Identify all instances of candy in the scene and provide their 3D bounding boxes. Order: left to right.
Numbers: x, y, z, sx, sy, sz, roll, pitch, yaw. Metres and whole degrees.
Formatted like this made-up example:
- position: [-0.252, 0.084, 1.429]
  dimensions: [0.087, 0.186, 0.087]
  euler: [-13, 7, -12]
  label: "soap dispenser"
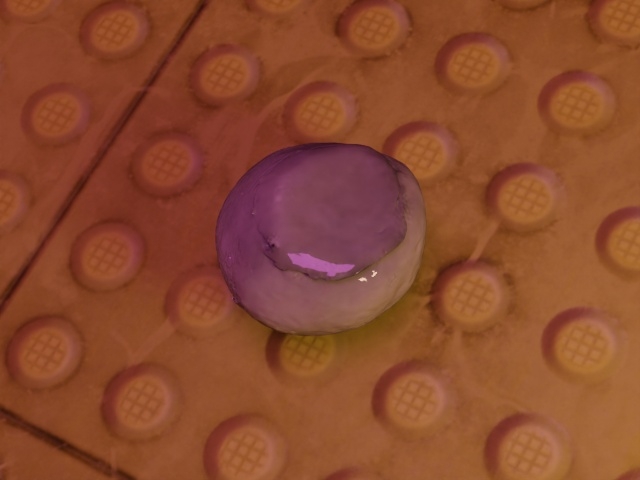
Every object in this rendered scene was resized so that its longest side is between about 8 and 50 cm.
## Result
- position: [0.000, 0.000, 1.971]
  dimensions: [0.295, 0.185, 0.295]
  euler: [-1, 48, 1]
  label: "candy"
